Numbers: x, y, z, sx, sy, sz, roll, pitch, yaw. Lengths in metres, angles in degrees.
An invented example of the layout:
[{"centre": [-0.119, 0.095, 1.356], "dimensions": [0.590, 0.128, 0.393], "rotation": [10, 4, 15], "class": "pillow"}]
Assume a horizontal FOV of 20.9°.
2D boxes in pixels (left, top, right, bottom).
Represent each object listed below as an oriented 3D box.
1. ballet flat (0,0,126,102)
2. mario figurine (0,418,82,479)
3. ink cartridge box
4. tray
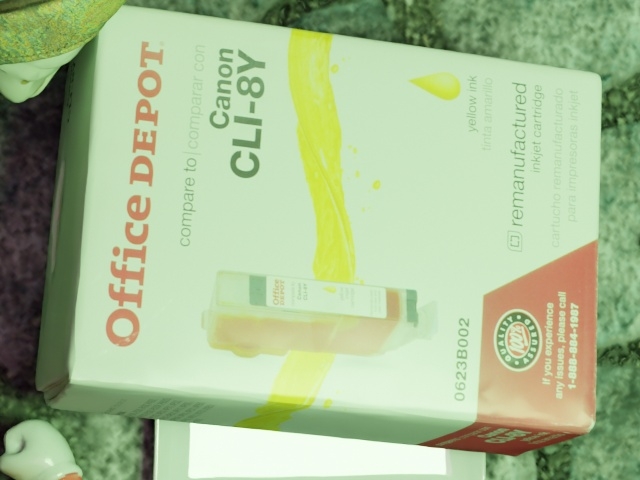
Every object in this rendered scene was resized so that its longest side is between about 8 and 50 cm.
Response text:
[{"centre": [-0.253, -0.142, 1.201], "dimensions": [0.348, 0.123, 0.123], "rotation": [-9, 91, 20], "class": "ballet flat"}, {"centre": [-0.206, 0.266, 1.284], "dimensions": [0.320, 0.198, 0.170], "rotation": [34, 125, -20], "class": "mario figurine"}, {"centre": [0.000, 0.000, 1.283], "dimensions": [0.385, 0.160, 0.279], "rotation": [7, 77, -14], "class": "ink cartridge box"}, {"centre": [0.000, 0.143, 1.367], "dimensions": [0.270, 0.030, 0.145], "rotation": [2, 88, -15], "class": "tray"}]
